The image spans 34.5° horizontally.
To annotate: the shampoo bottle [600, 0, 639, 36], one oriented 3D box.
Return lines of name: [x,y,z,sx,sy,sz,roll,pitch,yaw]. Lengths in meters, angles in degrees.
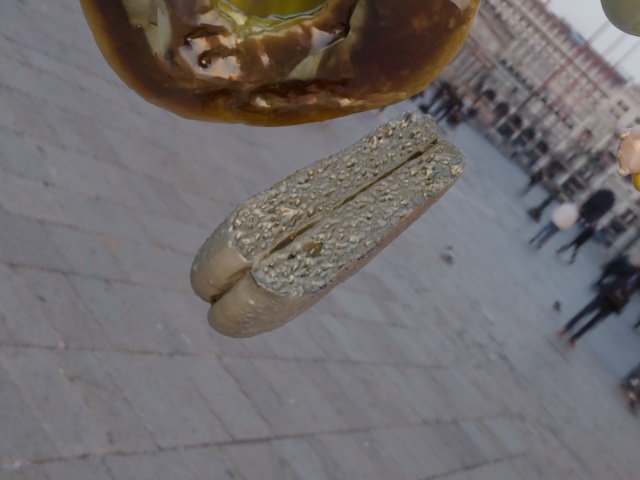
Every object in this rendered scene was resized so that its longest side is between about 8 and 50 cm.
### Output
shampoo bottle: [0.413,-0.401,1.121,0.322,0.322,0.318,15,63,-67]

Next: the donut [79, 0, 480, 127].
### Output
donut: [-0.039,-0.234,0.819,0.330,0.330,0.160,39,21,-25]

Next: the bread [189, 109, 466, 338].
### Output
bread: [-0.002,-0.005,0.990,0.102,0.183,0.337,52,47,5]

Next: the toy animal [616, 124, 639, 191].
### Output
toy animal: [0.436,-0.120,1.413,0.114,0.091,0.082,0,33,-24]
